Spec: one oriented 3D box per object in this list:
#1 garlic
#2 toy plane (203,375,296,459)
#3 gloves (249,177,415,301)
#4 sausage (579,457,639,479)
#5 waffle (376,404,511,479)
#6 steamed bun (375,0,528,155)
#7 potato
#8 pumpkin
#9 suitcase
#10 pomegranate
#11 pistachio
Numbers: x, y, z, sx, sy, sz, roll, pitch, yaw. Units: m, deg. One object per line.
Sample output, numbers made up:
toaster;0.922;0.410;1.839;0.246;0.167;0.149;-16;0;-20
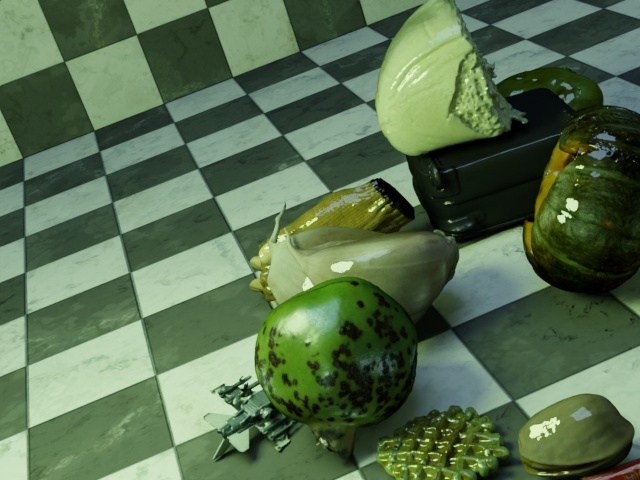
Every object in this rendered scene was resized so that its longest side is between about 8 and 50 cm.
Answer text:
garlic;0.049;0.041;1.762;0.340;0.231;0.246;16;69;11
toy plane;-0.086;0.259;1.670;0.160;0.082;0.234;35;54;28
gloves;0.013;0.010;1.996;0.356;0.155;0.203;-26;-12;16
sausage;0.392;0.293;1.313;0.129;0.034;0.034;-19;25;0
waffle;0.171;0.293;1.468;0.169;0.036;0.183;-24;26;-14
steamed bun;0.224;-0.329;2.026;0.273;0.272;0.290;-18;17;6
potato;0.496;-0.298;2.319;0.253;0.148;0.186;5;49;26
pumpkin;0.448;-0.061;1.694;0.192;0.320;0.320;20;34;5
suitcase;0.351;-0.164;2.094;0.345;0.188;0.339;-20;26;3
pomegranate;0.025;0.188;1.567;0.254;0.254;0.270;-4;69;30
pistachio;0.329;0.258;1.352;0.149;0.113;0.113;-27;24;11
